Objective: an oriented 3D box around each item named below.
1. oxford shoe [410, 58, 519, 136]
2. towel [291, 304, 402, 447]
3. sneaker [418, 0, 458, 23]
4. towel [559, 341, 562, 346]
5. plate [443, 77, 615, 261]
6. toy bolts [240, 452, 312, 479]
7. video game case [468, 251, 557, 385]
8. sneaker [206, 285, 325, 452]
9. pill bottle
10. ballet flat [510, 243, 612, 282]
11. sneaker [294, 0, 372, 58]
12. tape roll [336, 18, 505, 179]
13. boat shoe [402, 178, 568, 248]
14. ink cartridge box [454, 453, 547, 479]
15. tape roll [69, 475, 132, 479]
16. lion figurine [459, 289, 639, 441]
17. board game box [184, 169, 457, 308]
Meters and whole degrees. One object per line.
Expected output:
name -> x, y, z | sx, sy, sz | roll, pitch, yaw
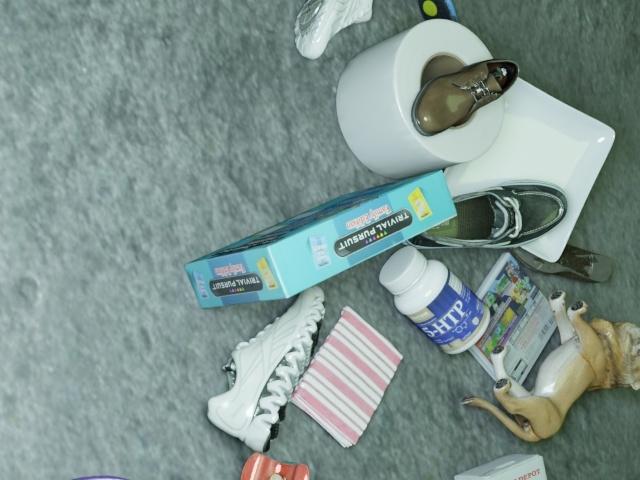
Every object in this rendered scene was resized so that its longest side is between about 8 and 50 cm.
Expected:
oxford shoe -> 0.233, -0.240, 1.602 | 0.227, 0.096, 0.083 | -37, 105, -30
towel -> 0.044, 0.223, 1.654 | 0.144, 0.029, 0.197 | 44, 59, -20
sneaker -> 0.209, -0.478, 1.840 | 0.082, 0.069, 0.209 | -39, 105, -35
towel -> 0.494, 0.221, 1.951 | 0.067, 0.029, 0.119 | 36, 65, -25
plate -> 0.373, -0.137, 1.850 | 0.278, 0.045, 0.277 | 25, 89, -13
toy bolts -> -0.098, 0.432, 1.486 | 0.158, 0.218, 0.229 | 67, 42, -62
video game case -> 0.351, 0.156, 1.870 | 0.183, 0.023, 0.201 | 49, 61, -18
sneaker -> -0.076, 0.177, 1.535 | 0.118, 0.110, 0.292 | 21, 54, 9
pill bottle -> 0.192, 0.099, 1.717 | 0.186, 0.112, 0.112 | 42, 63, -21
ballet flat -> 0.460, 0.031, 1.947 | 0.249, 0.058, 0.084 | 15, 85, -26
sneaker -> 0.038, -0.394, 1.704 | 0.115, 0.090, 0.232 | 34, 67, -29
tape roll -> 0.171, -0.238, 1.719 | 0.246, 0.169, 0.246 | 6, 79, -34
boat shoe -> 0.302, -0.034, 1.756 | 0.335, 0.119, 0.121 | -12, 97, -17
ink cartridge box -> 0.334, 0.496, 1.768 | 0.153, 0.087, 0.208 | -11, 90, -34
tape roll -> -0.292, 0.450, 1.313 | 0.274, 0.090, 0.275 | 3, 80, -17
lion figurine -> 0.445, 0.257, 1.839 | 0.392, 0.142, 0.240 | -36, 112, -15
board game box -> 0.000, 0.000, 1.518 | 0.336, 0.253, 0.079 | -25, 97, -33
